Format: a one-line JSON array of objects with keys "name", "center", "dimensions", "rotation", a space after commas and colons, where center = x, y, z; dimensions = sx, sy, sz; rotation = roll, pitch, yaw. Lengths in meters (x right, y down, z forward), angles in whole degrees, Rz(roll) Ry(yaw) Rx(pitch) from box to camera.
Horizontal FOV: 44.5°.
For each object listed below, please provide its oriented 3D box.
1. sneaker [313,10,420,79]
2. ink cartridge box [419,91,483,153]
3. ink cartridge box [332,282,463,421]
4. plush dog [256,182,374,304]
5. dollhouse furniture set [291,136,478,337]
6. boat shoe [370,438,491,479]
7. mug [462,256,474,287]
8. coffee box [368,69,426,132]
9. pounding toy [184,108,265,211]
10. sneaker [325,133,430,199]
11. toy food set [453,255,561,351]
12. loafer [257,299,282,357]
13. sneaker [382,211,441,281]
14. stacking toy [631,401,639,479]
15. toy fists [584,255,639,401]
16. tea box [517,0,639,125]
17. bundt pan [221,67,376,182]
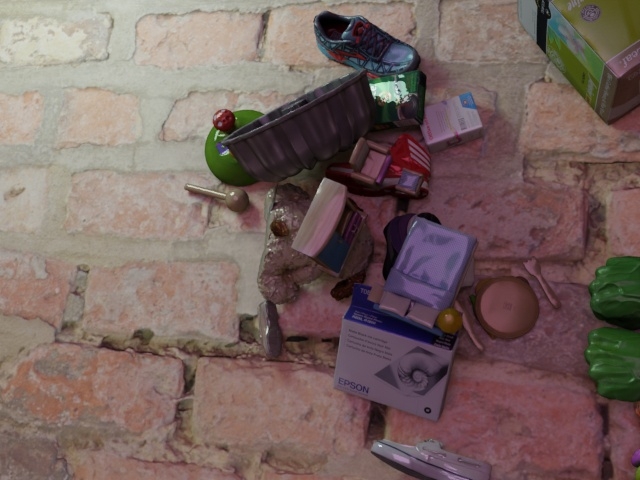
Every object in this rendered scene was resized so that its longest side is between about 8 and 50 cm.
[{"name": "sneaker", "center": [0.092, -0.429, 1.717], "dimensions": [0.261, 0.125, 0.104], "rotation": [22, 81, 19]}, {"name": "ink cartridge box", "center": [0.273, -0.248, 1.657], "dimensions": [0.122, 0.052, 0.089], "rotation": [-17, 70, 8]}, {"name": "ink cartridge box", "center": [0.143, 0.213, 1.493], "dimensions": [0.223, 0.045, 0.224], "rotation": [14, 112, 18]}, {"name": "plush dog", "center": [0.000, 0.000, 1.597], "dimensions": [0.225, 0.210, 0.262], "rotation": [7, 76, -11]}, {"name": "dollhouse furniture set", "center": [0.152, -0.013, 1.391], "dimensions": [0.303, 0.198, 0.286], "rotation": [23, 84, 17]}, {"name": "boat shoe", "center": [0.209, 0.412, 1.470], "dimensions": [0.226, 0.083, 0.076], "rotation": [22, 68, 8]}, {"name": "mug", "center": [0.277, 0.064, 1.568], "dimensions": [0.062, 0.078, 0.064], "rotation": [-4, 79, -23]}, {"name": "coffee box", "center": [0.136, -0.294, 1.682], "dimensions": [0.184, 0.040, 0.113], "rotation": [-3, 74, 34]}, {"name": "pounding toy", "center": [-0.198, -0.200, 1.730], "dimensions": [0.183, 0.110, 0.237], "rotation": [24, 80, 20]}, {"name": "sneaker", "center": [0.128, -0.164, 1.664], "dimensions": [0.221, 0.087, 0.128], "rotation": [11, 68, 5]}, {"name": "toy food set", "center": [0.362, 0.128, 1.535], "dimensions": [0.192, 0.038, 0.132], "rotation": [-28, 76, -1]}, {"name": "loafer", "center": [-0.109, 0.187, 1.634], "dimensions": [0.039, 0.045, 0.125], "rotation": [-26, 62, 41]}, {"name": "sneaker", "center": [0.186, 0.088, 1.569], "dimensions": [0.124, 0.107, 0.283], "rotation": [-4, 87, 54]}, {"name": "stacking toy", "center": [0.601, 0.398, 1.342], "dimensions": [0.165, 0.175, 0.302], "rotation": [-14, 60, 7]}, {"name": "toy fists", "center": [0.560, 0.158, 1.427], "dimensions": [0.142, 0.096, 0.279], "rotation": [2, 67, 24]}, {"name": "tea box", "center": [0.616, -0.471, 1.548], "dimensions": [0.329, 0.220, 0.324], "rotation": [-32, 68, 3]}, {"name": "bundt pan", "center": [-0.030, -0.221, 1.587], "dimensions": [0.330, 0.331, 0.124], "rotation": [-25, 104, 6]}]
